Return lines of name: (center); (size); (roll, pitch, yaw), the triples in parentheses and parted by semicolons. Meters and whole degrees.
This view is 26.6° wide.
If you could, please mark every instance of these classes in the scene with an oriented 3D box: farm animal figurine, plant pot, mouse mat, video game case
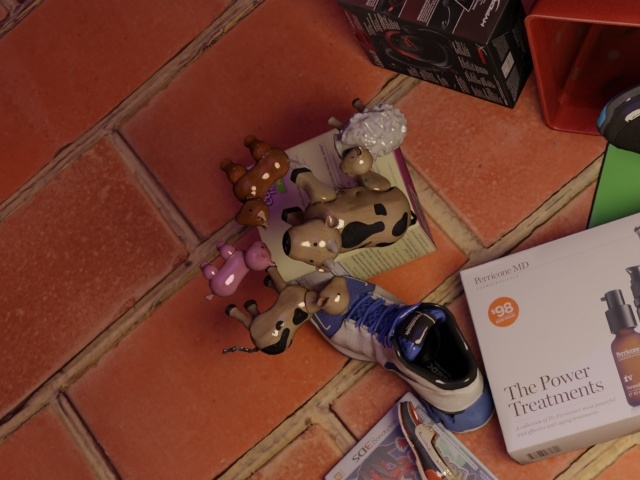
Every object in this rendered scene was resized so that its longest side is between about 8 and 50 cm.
farm animal figurine: (0.000, 0.000, 1.908); (0.327, 0.330, 0.172); (-26, 46, -24)
plant pot: (0.475, -0.318, 1.989); (0.267, 0.267, 0.236); (10, 60, 23)
mouse mat: (0.482, -0.059, 2.011); (0.152, 0.007, 0.190); (10, 73, 23)
video game case: (0.133, 0.350, 1.967); (0.183, 0.023, 0.201); (-46, 62, -1)

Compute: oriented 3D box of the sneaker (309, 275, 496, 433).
sneaker: (0.123, 0.131, 1.956); (0.315, 0.182, 0.127); (36, 70, 26)

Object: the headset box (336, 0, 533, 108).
headset box: (0.172, -0.336, 2.113); (0.293, 0.218, 0.110); (21, 77, 26)

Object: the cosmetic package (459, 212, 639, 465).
cosmetic package: (0.415, 0.125, 1.912); (0.377, 0.097, 0.284); (-19, 63, 13)

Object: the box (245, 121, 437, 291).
box: (0.027, -0.047, 2.109); (0.243, 0.117, 0.213); (-23, 64, 9)

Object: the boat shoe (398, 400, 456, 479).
boat shoe: (0.151, 0.289, 1.943); (0.043, 0.049, 0.137); (-29, 66, 17)

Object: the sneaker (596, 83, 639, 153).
sneaker: (0.549, -0.131, 1.865); (0.341, 0.125, 0.140); (7, 54, -11)
